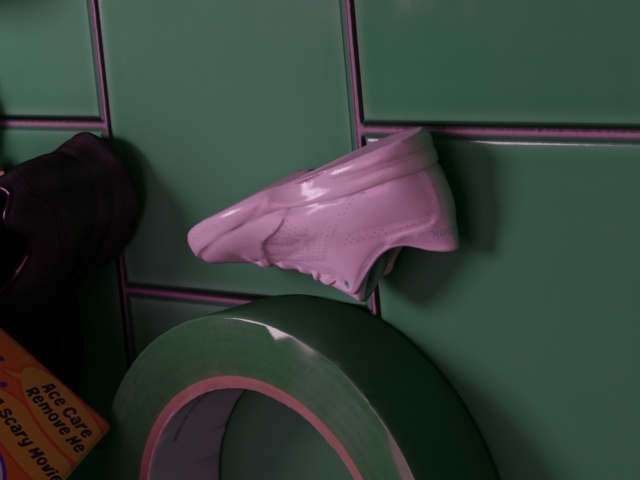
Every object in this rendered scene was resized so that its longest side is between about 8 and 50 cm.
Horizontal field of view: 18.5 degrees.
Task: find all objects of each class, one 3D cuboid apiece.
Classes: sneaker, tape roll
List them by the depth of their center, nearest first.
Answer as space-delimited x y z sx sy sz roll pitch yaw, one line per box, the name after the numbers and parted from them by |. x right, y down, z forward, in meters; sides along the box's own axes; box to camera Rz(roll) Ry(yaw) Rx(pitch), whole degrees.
0.000 0.000 1.284 0.212 0.080 0.094 -18 100 43 | sneaker
-0.017 0.199 1.345 0.321 0.077 0.321 12 109 41 | tape roll
-0.239 0.046 1.478 0.109 0.130 0.286 38 126 28 | sneaker

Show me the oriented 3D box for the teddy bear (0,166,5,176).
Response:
-0.377 -0.029 1.620 0.338 0.113 0.245 -43 78 33 | teddy bear

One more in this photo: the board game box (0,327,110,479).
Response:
-0.442 0.192 1.421 0.356 0.356 0.356 42 146 -4 | board game box
